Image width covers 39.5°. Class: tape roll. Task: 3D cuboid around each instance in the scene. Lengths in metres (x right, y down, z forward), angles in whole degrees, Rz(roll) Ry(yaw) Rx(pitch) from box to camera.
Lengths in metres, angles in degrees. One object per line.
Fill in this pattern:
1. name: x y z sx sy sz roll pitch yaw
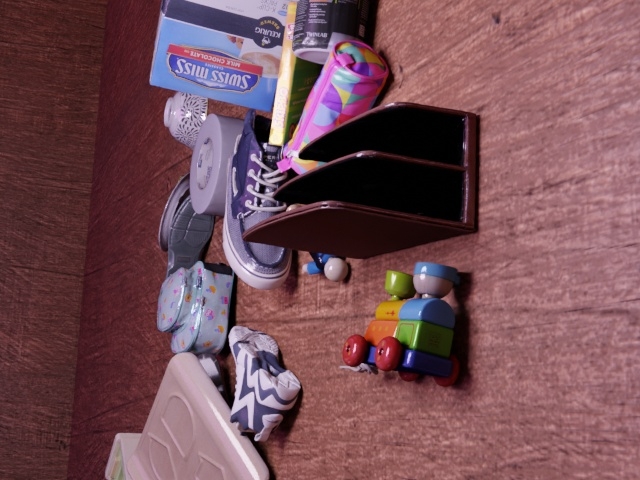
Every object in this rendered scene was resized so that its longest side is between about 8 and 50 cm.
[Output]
1. tape roll: -0.219 -0.162 1.933 0.219 0.072 0.219 -174 90 -66

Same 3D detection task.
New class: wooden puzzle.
1. wooden puzzle: -0.231 0.436 1.708 0.322 0.080 0.348 51 128 31

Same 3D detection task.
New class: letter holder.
1. letter holder: 0.033 -0.076 1.181 0.302 0.214 0.152 163 112 -64

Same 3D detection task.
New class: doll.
1. doll: 0.000 0.000 1.438 0.129 0.046 0.189 -58 39 26

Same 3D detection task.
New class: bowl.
1. bowl: -0.348 -0.319 2.253 0.170 0.080 0.170 -173 90 -67

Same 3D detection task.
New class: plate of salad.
1. plate of salad: -0.343 -0.070 2.106 0.200 0.048 0.200 20 -90 -80

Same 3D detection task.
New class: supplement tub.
1. supplement tub: 0.021 -0.382 1.410 0.117 0.117 0.190 -174 92 -66

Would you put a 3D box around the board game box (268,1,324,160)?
1. board game box: -0.035 -0.261 1.513 0.039 0.124 0.259 7 92 22

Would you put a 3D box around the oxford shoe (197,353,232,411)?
1. oxford shoe: -0.212 0.340 1.811 0.076 0.076 0.212 68 -166 -71

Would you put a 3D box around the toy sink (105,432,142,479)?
1. toy sink: -0.440 0.557 2.154 0.234 0.131 0.152 -114 39 -50

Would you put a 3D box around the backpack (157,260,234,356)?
1. backpack: -0.259 0.149 1.858 0.166 0.144 0.188 -30 59 54

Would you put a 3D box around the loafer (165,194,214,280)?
1. loafer: -0.313 0.012 2.067 0.084 0.096 0.267 -139 63 -73

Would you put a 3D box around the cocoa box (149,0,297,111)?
1. cocoa box: -0.180 -0.420 1.660 0.347 0.231 0.228 -103 28 -60

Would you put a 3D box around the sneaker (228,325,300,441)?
1. sneaker: -0.124 0.263 1.580 0.235 0.094 0.153 42 114 49

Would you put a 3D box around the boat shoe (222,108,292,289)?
1. boat shoe: -0.107 -0.087 1.593 0.158 0.127 0.340 111 154 -45

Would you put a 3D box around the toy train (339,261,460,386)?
1. toy train: 0.091 0.104 1.158 0.248 0.105 0.143 -9 65 65

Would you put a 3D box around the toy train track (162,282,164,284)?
1. toy train track: -0.418 0.154 2.359 0.048 0.014 0.083 134 143 -64

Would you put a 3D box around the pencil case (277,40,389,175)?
1. pencil case: 0.019 -0.195 1.389 0.236 0.104 0.104 -61 32 38
